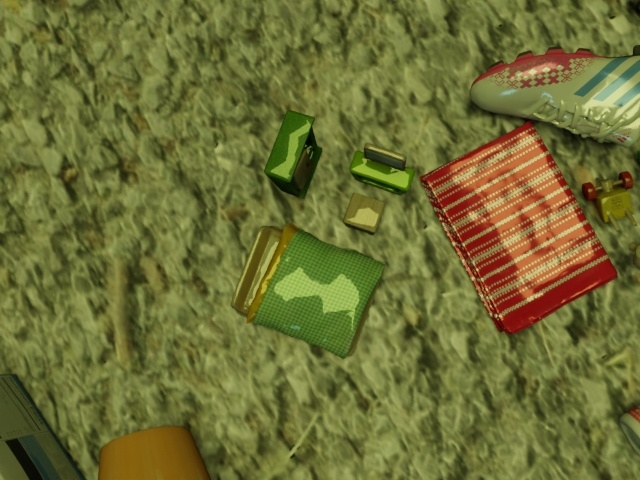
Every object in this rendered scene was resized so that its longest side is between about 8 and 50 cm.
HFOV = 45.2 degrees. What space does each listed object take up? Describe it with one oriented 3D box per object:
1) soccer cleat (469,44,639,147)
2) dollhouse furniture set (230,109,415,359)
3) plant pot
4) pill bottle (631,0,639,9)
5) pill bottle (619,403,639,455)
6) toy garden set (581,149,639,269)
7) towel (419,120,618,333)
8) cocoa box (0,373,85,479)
[{"bbox_3d":[0.390,-0.203,1.122,0.331,0.116,0.143,-5,76,2],"label":"soccer cleat"},{"bbox_3d":[0.000,0.000,1.107,0.197,0.151,0.302,19,84,6],"label":"dollhouse furniture set"},{"bbox_3d":[-0.227,0.367,1.062,0.205,0.205,0.188,-18,65,1],"label":"plant pot"},{"bbox_3d":[0.555,-0.345,1.145,0.094,0.094,0.169,-44,82,-3],"label":"pill bottle"},{"bbox_3d":[0.508,0.242,1.069,0.160,0.087,0.087,-32,81,-1],"label":"pill bottle"},{"bbox_3d":[0.509,-0.024,1.092,0.203,0.049,0.244,-17,58,2],"label":"toy garden set"},{"bbox_3d":[0.296,-0.020,1.150,0.198,0.031,0.275,-27,81,-1],"label":"towel"},{"bbox_3d":[-0.547,0.375,1.055,0.347,0.228,0.231,-38,81,-2],"label":"cocoa box"}]
